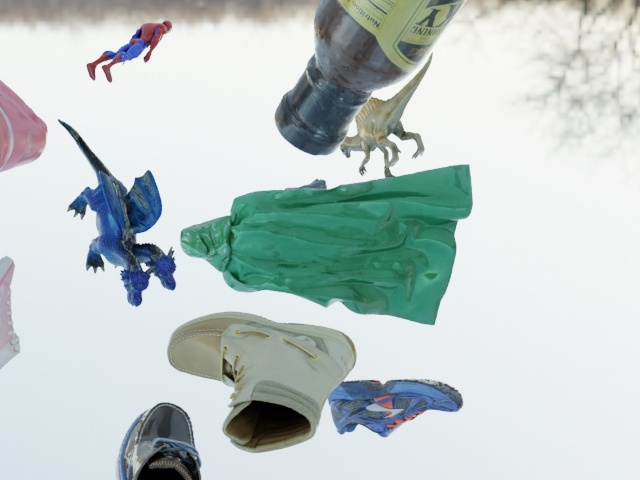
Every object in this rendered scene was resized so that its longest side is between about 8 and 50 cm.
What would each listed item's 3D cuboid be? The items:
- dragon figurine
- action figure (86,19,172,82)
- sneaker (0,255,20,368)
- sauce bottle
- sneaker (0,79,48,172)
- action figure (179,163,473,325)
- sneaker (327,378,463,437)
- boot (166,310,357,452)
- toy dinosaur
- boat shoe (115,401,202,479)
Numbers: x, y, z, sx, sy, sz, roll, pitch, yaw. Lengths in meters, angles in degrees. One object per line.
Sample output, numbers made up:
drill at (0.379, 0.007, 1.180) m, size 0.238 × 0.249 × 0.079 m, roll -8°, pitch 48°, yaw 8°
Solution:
dragon figurine at (-0.264, -0.044, 1.899) m, size 0.085 × 0.289 × 0.144 m, roll -4°, pitch 164°, yaw -36°
action figure at (-0.189, -0.195, 1.461) m, size 0.038 × 0.030 × 0.115 m, roll 6°, pitch -141°, yaw 38°
sneaker at (-0.358, 0.088, 1.606) m, size 0.070 × 0.134 × 0.051 m, roll 27°, pitch 180°, yaw -17°
sauce bottle at (0.066, -0.215, 1.255) m, size 0.111 × 0.344 × 0.111 m, roll 20°, pitch -138°, yaw -19°
sneaker at (-0.395, -0.141, 1.370) m, size 0.313 × 0.116 × 0.136 m, roll 31°, pitch -164°, yaw 20°
action figure at (0.000, 0.000, 1.096) m, size 0.232 × 0.137 × 0.063 m, roll 0°, pitch -164°, yaw -31°
sneaker at (0.111, 0.249, 2.129) m, size 0.221 × 0.087 × 0.083 m, roll -5°, pitch 175°, yaw 31°
boot at (-0.103, 0.184, 1.850) m, size 0.261 × 0.095 × 0.203 m, roll 5°, pitch -152°, yaw 15°
toy dinosaur at (0.075, -0.130, 1.640) m, size 0.053 × 0.093 × 0.183 m, roll -14°, pitch 159°, yaw -47°
boat shoe at (-0.116, 0.185, 1.083) m, size 0.066 × 0.066 × 0.183 m, roll 21°, pitch -143°, yaw -17°
